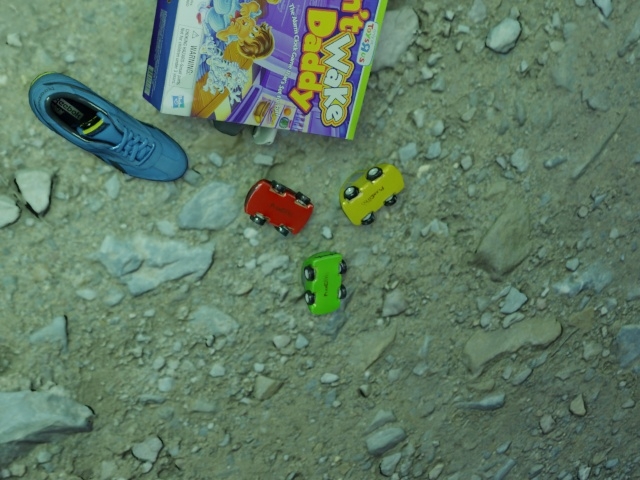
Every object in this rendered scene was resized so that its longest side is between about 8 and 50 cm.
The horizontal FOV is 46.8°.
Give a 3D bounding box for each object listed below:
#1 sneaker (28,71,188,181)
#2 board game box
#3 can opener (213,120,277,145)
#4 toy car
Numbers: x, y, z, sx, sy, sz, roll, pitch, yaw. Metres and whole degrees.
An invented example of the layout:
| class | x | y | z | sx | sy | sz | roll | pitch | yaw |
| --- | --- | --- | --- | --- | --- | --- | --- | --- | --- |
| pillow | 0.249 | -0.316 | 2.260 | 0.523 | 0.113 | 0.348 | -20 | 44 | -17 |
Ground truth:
| class | x | y | z | sx | sy | sz | roll | pitch | yaw |
| --- | --- | --- | --- | --- | --- | --- | --- | --- | --- |
| sneaker | -0.237 | -0.117 | 0.853 | 0.209 | 0.082 | 0.069 | 31 | 96 | -37 |
| board game box | -0.039 | -0.296 | 0.778 | 0.233 | 0.078 | 0.347 | 3 | 110 | -30 |
| can opener | -0.041 | -0.246 | 0.892 | 0.093 | 0.074 | 0.281 | 16 | 106 | -33 |
| toy car | 0.000 | 0.000 | 1.054 | 0.238 | 0.053 | 0.225 | -10 | 119 | -22 |
